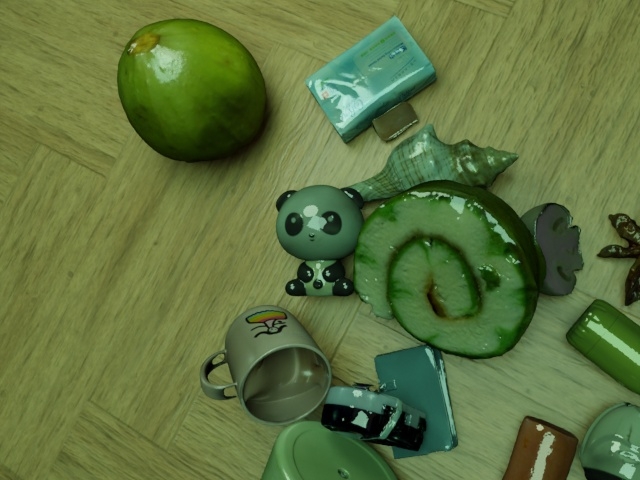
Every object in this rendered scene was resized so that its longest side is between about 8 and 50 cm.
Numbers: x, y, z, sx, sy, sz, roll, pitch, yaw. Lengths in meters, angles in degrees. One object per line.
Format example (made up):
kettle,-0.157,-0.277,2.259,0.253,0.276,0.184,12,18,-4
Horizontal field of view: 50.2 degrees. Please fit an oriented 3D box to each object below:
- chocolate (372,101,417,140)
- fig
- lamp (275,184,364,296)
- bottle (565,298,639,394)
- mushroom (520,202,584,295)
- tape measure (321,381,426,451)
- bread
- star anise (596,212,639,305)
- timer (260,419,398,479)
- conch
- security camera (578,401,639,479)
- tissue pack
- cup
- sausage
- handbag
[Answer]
chocolate,0.168,-0.276,1.565,0.101,0.031,0.064,-36,115,5
fig,-0.298,-0.351,1.554,0.343,0.343,0.343,-3,79,15
lamp,0.000,0.000,1.493,0.198,0.198,0.243,-2,88,15
bottle,0.608,0.230,1.310,0.260,0.112,0.112,40,92,18
mushroom,0.449,0.018,1.394,0.117,0.141,0.188,-2,90,47
tape measure,0.096,0.349,1.362,0.182,0.181,0.107,3,65,32
bread,0.241,0.068,1.365,0.382,0.129,0.366,-25,93,36
star anise,0.659,0.016,1.347,0.196,0.111,0.212,-4,72,8
timer,-0.025,0.573,1.365,0.291,0.291,0.315,36,111,19
conch,0.224,-0.160,1.469,0.386,0.169,0.203,2,55,14
security camera,0.619,0.413,1.238,0.277,0.197,0.191,21,77,25
tissue pack,0.113,-0.373,1.576,0.263,0.089,0.177,-34,75,8
cup,-0.129,0.255,1.425,0.253,0.200,0.191,-12,117,-17
sausage,0.406,0.479,1.321,0.114,0.113,0.259,19,85,18
handbag,0.198,0.336,1.436,0.144,0.057,0.221,-14,78,19
